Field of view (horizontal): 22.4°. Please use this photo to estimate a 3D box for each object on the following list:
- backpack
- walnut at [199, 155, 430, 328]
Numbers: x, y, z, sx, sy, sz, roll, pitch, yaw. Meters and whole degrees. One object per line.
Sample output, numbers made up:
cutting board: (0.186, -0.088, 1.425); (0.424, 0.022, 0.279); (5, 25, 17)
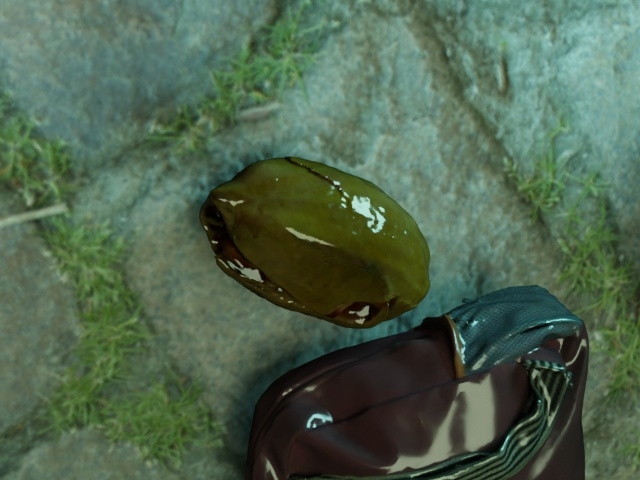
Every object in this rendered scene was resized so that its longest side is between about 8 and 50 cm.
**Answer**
backpack: (0.088, 0.200, 1.443); (0.317, 0.197, 0.283); (-14, 114, -19)
walnut: (0.000, 0.000, 1.383); (0.245, 0.137, 0.137); (29, 93, -32)
